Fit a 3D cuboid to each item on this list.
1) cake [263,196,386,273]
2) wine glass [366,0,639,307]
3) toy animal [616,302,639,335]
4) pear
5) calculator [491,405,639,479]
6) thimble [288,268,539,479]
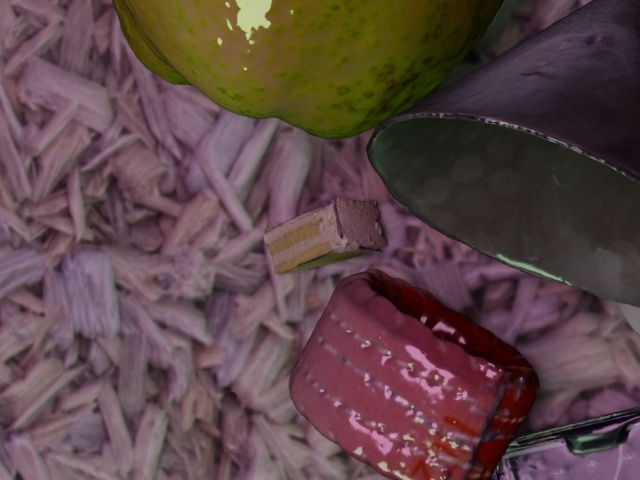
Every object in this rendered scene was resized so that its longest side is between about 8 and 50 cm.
[{"bbox_3d":[0.000,0.000,1.208,0.121,0.065,0.052,-21,77,47],"label":"cake"},{"bbox_3d":[0.227,-0.184,0.918,0.267,0.267,0.406,17,75,26],"label":"wine glass"},{"bbox_3d":[0.289,0.049,1.015,0.140,0.138,0.282,-32,30,1],"label":"toy animal"},{"bbox_3d":[-0.014,-0.265,1.056,0.391,0.391,0.391,-2,86,26],"label":"pear"},{"bbox_3d":[0.275,0.211,1.057,0.274,0.028,0.166,-18,79,24],"label":"calculator"},{"bbox_3d":[0.076,0.115,1.088,0.189,0.163,0.125,34,103,29],"label":"thimble"}]
